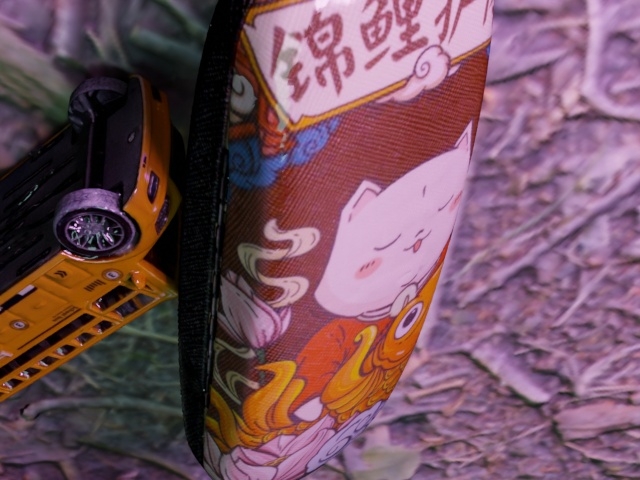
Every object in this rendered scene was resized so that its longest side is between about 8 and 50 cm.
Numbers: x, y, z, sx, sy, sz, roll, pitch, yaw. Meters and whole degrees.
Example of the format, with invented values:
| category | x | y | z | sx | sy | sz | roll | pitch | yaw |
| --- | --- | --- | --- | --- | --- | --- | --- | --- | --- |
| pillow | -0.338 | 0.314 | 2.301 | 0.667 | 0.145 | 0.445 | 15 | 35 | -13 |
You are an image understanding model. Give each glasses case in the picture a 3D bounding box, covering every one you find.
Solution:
| category | x | y | z | sx | sy | sz | roll | pitch | yaw |
| --- | --- | --- | --- | --- | --- | --- | --- | --- | --- |
| glasses case | 0.000 | 0.000 | 0.476 | 0.122 | 0.082 | 0.321 | -25 | 142 | -32 |

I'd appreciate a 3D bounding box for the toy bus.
| category | x | y | z | sx | sy | sz | roll | pitch | yaw |
| --- | --- | --- | --- | --- | --- | --- | --- | --- | --- |
| toy bus | -0.128 | 0.007 | 0.509 | 0.194 | 0.083 | 0.088 | -31 | 135 | 29 |
